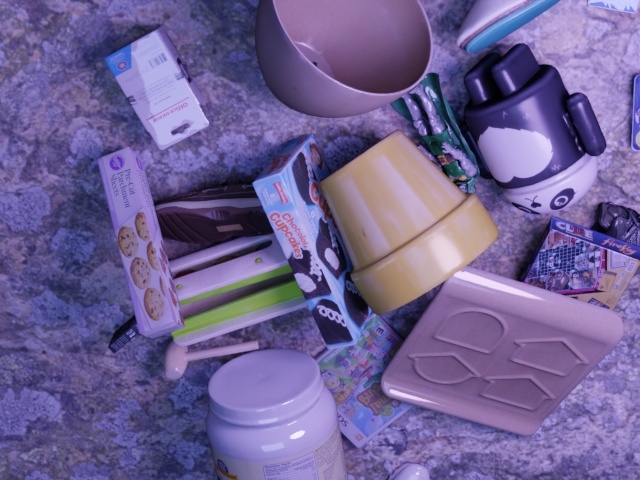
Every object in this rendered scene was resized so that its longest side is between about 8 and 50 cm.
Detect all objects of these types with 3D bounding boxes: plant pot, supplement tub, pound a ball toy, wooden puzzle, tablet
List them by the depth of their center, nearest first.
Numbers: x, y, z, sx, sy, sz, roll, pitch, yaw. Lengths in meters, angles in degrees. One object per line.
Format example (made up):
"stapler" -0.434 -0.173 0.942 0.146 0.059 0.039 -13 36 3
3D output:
"plant pot" 0.009 -0.304 1.745 0.284 0.284 0.191 35 143 -11
"tablet" 0.484 -0.406 1.808 0.083 0.006 0.054 9 110 -3
"plant pot" 0.128 -0.042 1.834 0.254 0.254 0.239 -34 93 13
"wooden puzzle" 0.310 0.188 1.941 0.322 0.080 0.348 17 134 -9
"pound a ball toy" -0.168 0.100 1.964 0.319 0.136 0.208 -19 134 8
"supplement tub" -0.075 0.383 1.979 0.235 0.235 0.325 -7 114 4

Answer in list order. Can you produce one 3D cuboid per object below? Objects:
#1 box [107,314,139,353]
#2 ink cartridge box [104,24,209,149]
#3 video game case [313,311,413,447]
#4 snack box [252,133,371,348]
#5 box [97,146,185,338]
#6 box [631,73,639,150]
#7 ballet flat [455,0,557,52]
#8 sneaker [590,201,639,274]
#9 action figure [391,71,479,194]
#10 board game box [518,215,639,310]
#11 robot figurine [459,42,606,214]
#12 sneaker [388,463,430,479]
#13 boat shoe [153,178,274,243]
"box" -0.347 0.162 2.006 0.083 0.067 0.018 -40 105 14
"ink cartridge box" -0.269 -0.256 1.855 0.104 0.060 0.180 -26 107 10
"video game case" 0.085 0.261 2.054 0.212 0.023 0.193 -40 104 14
"snack box" 0.000 0.000 1.872 0.060 0.187 0.322 -16 110 23
"box" -0.303 0.003 1.858 0.067 0.063 0.324 -18 73 8
"box" 0.638 -0.220 1.849 0.225 0.036 0.136 0 110 8
"ballet flat" 0.375 -0.440 1.748 0.400 0.139 0.139 -27 107 7
"sneaker" 0.563 -0.024 1.903 0.227 0.087 0.130 -25 114 16
"action figure" 0.202 -0.167 1.856 0.063 0.137 0.232 -46 114 -26
"board game box" 0.433 0.085 1.921 0.165 0.042 0.243 20 129 1
"robot figurine" 0.341 -0.176 1.806 0.173 0.209 0.278 -30 107 -2
"sneaker" 0.147 0.536 2.116 0.090 0.095 0.235 23 108 -5
"boat shoe" -0.176 -0.056 1.917 0.257 0.095 0.095 0 139 20
